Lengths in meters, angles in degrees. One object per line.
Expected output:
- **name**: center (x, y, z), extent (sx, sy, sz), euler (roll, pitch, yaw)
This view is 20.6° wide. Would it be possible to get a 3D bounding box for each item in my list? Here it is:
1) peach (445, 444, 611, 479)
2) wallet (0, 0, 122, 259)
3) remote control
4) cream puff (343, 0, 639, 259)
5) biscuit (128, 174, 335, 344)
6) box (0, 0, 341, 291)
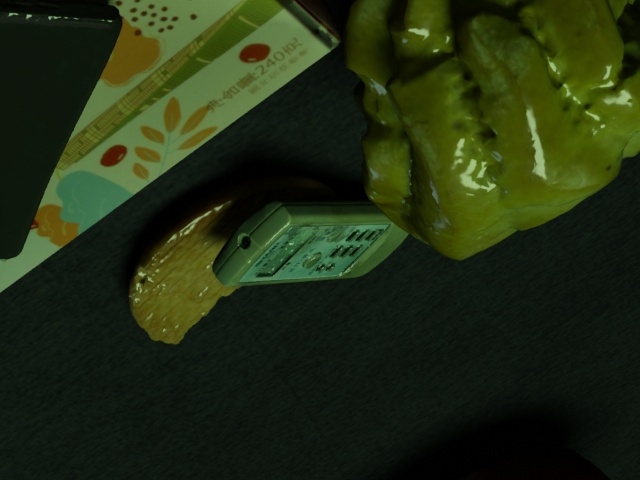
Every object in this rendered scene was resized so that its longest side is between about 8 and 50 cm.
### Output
- **peach**: center (0.241, 0.431, 2.182), extent (0.370, 0.370, 0.370), euler (-18, 146, -13)
- **wallet**: center (-0.228, -0.071, 1.203), extent (0.124, 0.025, 0.244), euler (-1, 138, -32)
- **remote control**: center (0.000, 0.000, 1.618), extent (0.098, 0.038, 0.233), euler (-46, 156, 26)
- **cream puff**: center (0.126, -0.160, 1.359), extent (0.291, 0.324, 0.257), euler (-30, 108, 27)
- **biscuit**: center (-0.100, 0.009, 1.615), extent (0.224, 0.033, 0.144), euler (-44, 145, 20)
- **box**: center (-0.234, -0.142, 1.237), extent (0.385, 0.122, 0.344), euler (-35, 146, 13)
